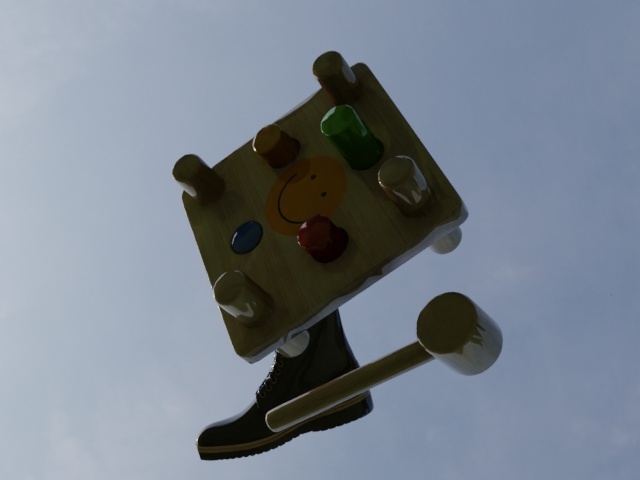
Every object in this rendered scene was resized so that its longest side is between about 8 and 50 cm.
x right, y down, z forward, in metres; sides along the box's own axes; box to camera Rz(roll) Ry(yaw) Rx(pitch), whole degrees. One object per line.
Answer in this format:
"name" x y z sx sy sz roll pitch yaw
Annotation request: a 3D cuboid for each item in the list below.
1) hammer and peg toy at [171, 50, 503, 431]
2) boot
"hammer and peg toy" 0.000 0.000 0.818 0.266 0.127 0.361 -34 -133 10
"boot" -0.054 0.147 0.927 0.198 0.077 0.137 -18 -82 -14
